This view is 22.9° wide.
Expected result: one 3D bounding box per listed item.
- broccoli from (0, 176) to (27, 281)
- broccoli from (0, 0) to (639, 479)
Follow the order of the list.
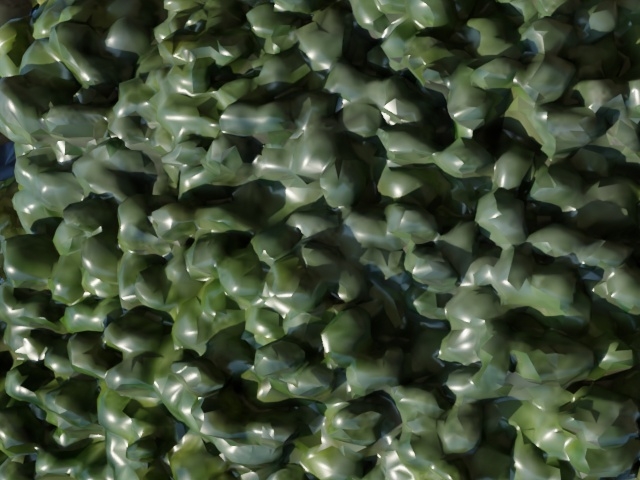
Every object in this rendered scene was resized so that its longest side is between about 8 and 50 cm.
[{"bbox_3d":[-0.287,0.071,1.060,0.353,0.275,0.397,45,-111,-25],"label":"broccoli"},{"bbox_3d":[-0.004,0.001,0.557,0.324,0.334,0.272,-5,-179,-12],"label":"broccoli"}]
